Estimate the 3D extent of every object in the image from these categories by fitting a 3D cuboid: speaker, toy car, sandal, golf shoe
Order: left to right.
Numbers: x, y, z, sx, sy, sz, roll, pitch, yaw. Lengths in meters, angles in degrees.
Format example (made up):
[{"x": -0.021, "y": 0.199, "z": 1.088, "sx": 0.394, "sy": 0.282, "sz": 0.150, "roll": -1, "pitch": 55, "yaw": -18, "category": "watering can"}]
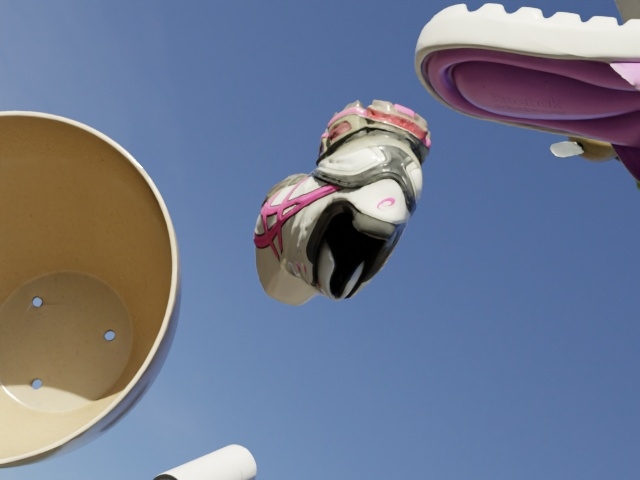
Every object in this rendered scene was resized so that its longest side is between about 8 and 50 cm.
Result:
[{"x": -0.127, "y": 0.265, "z": 1.243, "sx": 0.055, "sy": 0.136, "sz": 0.055, "roll": 3, "pitch": -84, "yaw": 29, "category": "speaker"}, {"x": 0.000, "y": 0.000, "z": 0.646, "sx": 0.067, "sy": 0.086, "sz": 0.186, "roll": 19, "pitch": -32, "yaw": -11, "category": "golf shoe"}, {"x": 0.406, "y": -0.163, "z": 1.599, "sx": 0.149, "sy": 0.188, "sz": 0.155, "roll": 107, "pitch": -20, "yaw": -56, "category": "toy car"}, {"x": 0.249, "y": -0.073, "z": 0.781, "sx": 0.416, "sy": 0.102, "sz": 0.169, "roll": 13, "pitch": -18, "yaw": 35, "category": "sandal"}]

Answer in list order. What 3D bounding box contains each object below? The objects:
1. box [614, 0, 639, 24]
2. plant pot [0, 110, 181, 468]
[{"x": 0.461, "y": -0.380, "z": 1.192, "sx": 0.168, "sy": 0.345, "sz": 0.215, "roll": 129, "pitch": -56, "yaw": -66, "category": "box"}, {"x": -0.242, "y": 0.060, "z": 0.950, "sx": 0.284, "sy": 0.284, "sz": 0.191, "roll": 43, "pitch": -11, "yaw": 17, "category": "plant pot"}]
